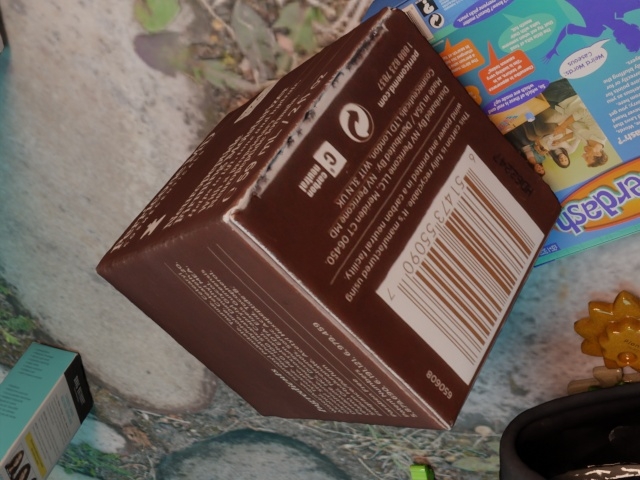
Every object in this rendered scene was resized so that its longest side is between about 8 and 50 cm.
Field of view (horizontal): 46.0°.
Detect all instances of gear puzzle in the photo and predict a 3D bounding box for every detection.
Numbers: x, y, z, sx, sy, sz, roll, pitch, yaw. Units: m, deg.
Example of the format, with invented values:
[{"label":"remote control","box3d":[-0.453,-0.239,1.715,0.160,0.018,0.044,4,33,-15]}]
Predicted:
[{"label":"gear puzzle","box3d":[0.307,0.168,0.623,0.176,0.044,0.339,-15,123,31]}]

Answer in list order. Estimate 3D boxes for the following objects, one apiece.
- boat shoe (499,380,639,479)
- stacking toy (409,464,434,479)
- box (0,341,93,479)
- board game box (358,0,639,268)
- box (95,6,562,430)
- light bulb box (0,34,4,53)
[{"label":"boat shoe","box3d":[0.351,0.144,0.474,0.500,0.187,0.156,-14,114,20]},{"label":"stacking toy","box3d":[0.200,0.314,0.787,0.167,0.052,0.221,-7,126,25]},{"label":"box","box3d":[-0.331,0.231,0.784,0.060,0.244,0.100,12,133,12]},{"label":"board game box","box3d":[0.148,-0.091,0.456,0.160,0.047,0.210,-23,118,34]},{"label":"box","box3d":[0.000,0.000,0.473,0.167,0.168,0.203,45,150,-19]},{"label":"light bulb box","box3d":[-0.455,-0.152,0.422,0.361,0.358,0.225,14,135,11]}]
